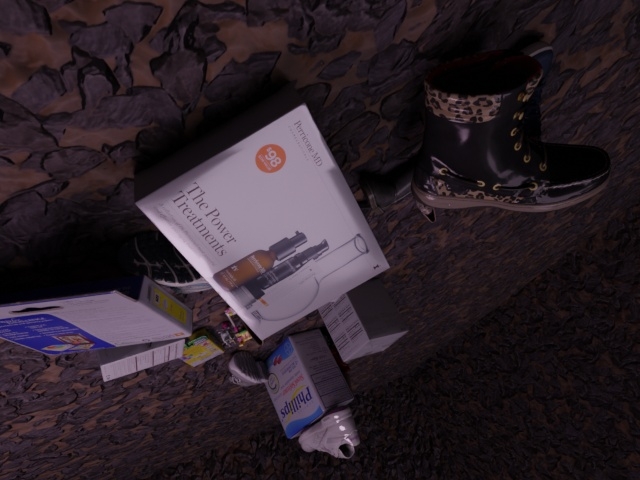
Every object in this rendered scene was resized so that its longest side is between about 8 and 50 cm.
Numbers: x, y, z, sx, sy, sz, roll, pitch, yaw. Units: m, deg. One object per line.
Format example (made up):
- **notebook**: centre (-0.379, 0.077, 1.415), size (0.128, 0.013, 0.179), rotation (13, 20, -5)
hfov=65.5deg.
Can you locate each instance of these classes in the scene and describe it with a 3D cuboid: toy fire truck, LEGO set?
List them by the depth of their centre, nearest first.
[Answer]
- **LEGO set**: centre (-0.152, 0.180, 1.350), size (0.286, 0.107, 0.132), rotation (-30, -170, -7)
- **toy fire truck**: centre (0.091, 0.431, 1.820), size (0.158, 0.246, 0.217), rotation (-16, 154, -46)

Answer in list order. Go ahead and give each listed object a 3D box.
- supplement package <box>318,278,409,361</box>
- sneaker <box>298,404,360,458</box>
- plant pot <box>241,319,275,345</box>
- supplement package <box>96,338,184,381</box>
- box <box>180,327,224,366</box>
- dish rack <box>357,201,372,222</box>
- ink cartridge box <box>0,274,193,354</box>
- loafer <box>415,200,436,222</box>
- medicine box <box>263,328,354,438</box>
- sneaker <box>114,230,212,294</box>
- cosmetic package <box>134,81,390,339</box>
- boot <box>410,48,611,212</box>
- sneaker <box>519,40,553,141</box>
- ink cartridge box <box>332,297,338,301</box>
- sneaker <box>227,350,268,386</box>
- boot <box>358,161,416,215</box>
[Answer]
- **supplement package**: centre (0.134, 0.252, 1.607), size (0.194, 0.203, 0.149), rotation (-1, 144, -43)
- **sneaker**: centre (0.025, 0.664, 1.644), size (0.114, 0.152, 0.305), rotation (-11, 151, -37)
- **plant pot**: centre (-0.115, 0.146, 1.229), size (0.165, 0.167, 0.167), rotation (-27, 156, -22)
- **supplement package**: centre (-0.411, 0.227, 1.126), size (0.179, 0.105, 0.105), rotation (-15, 151, -27)
- **box**: centre (-0.347, 0.302, 1.405), size (0.105, 0.043, 0.179), rotation (-25, 157, -6)
- **dish rack**: centre (0.000, 0.000, 1.156), size (0.271, 0.074, 0.208), rotation (-8, 148, -37)
- **ink cartridge box**: centre (-0.422, 0.126, 0.874), size (0.303, 0.072, 0.307), rotation (-7, 153, 4)
- **loafer**: centre (0.287, -0.084, 1.326), size (0.045, 0.039, 0.125), rotation (-32, 155, 10)
- **medicine box**: centre (-0.060, 0.514, 1.797), size (0.149, 0.290, 0.263), rotation (-5, 146, -40)
- **sneaker**: centre (-0.271, 0.064, 0.965), size (0.122, 0.110, 0.282), rotation (-39, 153, 29)
- **cosmetic package**: centre (-0.078, -0.025, 0.844), size (0.284, 0.097, 0.377), rotation (-32, 130, 2)
- **boot**: centre (0.353, -0.190, 0.901), size (0.376, 0.138, 0.284), rotation (0, 143, 11)
- **sneaker**: centre (0.418, -0.241, 1.039), size (0.131, 0.148, 0.350), rotation (-23, 154, -10)
- **ink cartridge box**: centre (0.059, 0.076, 1.355), size (0.209, 0.062, 0.109), rotation (-49, 149, 19)
- **sneaker**: centre (-0.267, 0.462, 1.712), size (0.115, 0.105, 0.281), rotation (-23, 152, 2)
- **boot**: centre (0.194, -0.140, 1.089), size (0.208, 0.076, 0.189), rotation (-26, 170, 12)
